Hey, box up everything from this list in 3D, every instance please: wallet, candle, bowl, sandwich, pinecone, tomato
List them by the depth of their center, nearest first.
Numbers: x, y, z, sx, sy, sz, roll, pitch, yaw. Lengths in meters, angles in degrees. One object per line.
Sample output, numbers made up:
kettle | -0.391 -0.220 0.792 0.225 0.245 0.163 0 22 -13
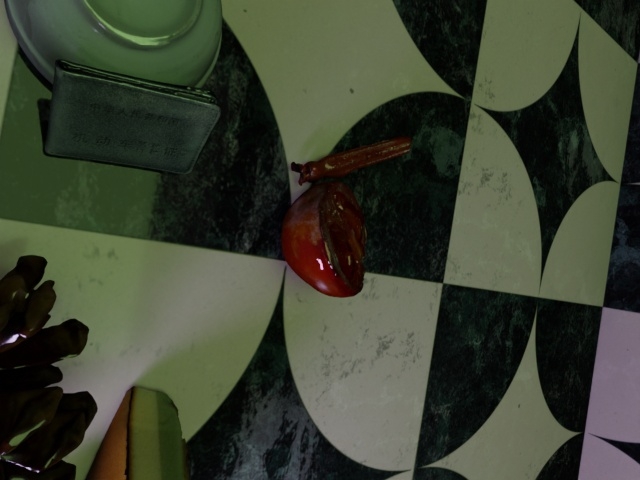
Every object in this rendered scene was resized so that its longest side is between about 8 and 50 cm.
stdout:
pinecone | -0.411 0.210 0.495 0.385 0.385 0.383 -4 96 -36
bowl | -0.274 -0.343 0.651 0.308 0.163 0.306 -3 96 -32
wallet | -0.271 -0.169 0.664 0.222 0.167 0.036 2 57 -36
sandwich | -0.305 0.380 0.721 0.108 0.220 0.186 29 114 -37
tomato | 0.000 0.000 0.886 0.200 0.140 0.233 62 27 -30
candle | 0.080 -0.176 0.984 0.329 0.048 0.051 -21 147 -33
